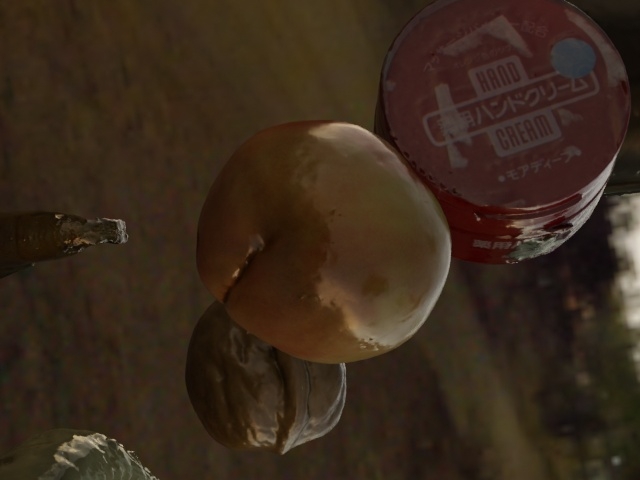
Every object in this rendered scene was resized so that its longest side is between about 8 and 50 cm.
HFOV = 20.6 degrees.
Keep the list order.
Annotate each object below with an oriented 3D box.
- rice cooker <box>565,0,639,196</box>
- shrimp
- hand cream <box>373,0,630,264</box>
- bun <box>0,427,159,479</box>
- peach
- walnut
[{"bbox_3d":[0.370,-0.212,1.934,0.335,0.325,0.335,-5,90,-84],"label":"rice cooker"},{"bbox_3d":[-0.302,0.009,1.688,0.117,0.262,0.066,20,73,-55],"label":"shrimp"},{"bbox_3d":[0.156,-0.100,1.568,0.149,0.230,0.230,99,-15,-70],"label":"hand cream"},{"bbox_3d":[-0.198,0.253,1.253,0.244,0.153,0.244,-5,90,-68],"label":"bun"},{"bbox_3d":[0.000,0.000,1.243,0.184,0.184,0.184,-9,90,-84],"label":"peach"},{"bbox_3d":[-0.054,0.123,1.678,0.149,0.166,0.166,148,-64,-62],"label":"walnut"}]
